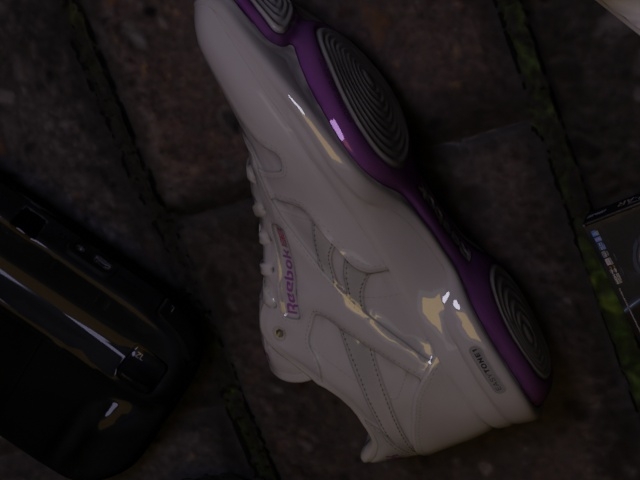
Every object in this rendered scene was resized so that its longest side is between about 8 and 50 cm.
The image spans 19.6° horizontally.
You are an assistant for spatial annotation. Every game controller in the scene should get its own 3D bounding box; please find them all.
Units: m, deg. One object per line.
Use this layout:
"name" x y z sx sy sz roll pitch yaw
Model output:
"game controller" -0.229 0.024 1.158 0.319 0.067 0.166 35 132 1

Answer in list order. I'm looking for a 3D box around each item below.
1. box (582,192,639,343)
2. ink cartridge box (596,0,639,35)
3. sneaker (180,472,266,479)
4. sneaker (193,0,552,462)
"box" 0.195 0.012 1.040 0.067 0.018 0.083 -21 105 24
"ink cartridge box" 0.265 -0.257 0.758 0.160 0.279 0.385 35 117 1
"sneaker" 0.004 0.242 1.153 0.271 0.100 0.108 30 122 2
"sneaker" 0.000 0.000 1.039 0.152 0.114 0.305 -28 102 24
